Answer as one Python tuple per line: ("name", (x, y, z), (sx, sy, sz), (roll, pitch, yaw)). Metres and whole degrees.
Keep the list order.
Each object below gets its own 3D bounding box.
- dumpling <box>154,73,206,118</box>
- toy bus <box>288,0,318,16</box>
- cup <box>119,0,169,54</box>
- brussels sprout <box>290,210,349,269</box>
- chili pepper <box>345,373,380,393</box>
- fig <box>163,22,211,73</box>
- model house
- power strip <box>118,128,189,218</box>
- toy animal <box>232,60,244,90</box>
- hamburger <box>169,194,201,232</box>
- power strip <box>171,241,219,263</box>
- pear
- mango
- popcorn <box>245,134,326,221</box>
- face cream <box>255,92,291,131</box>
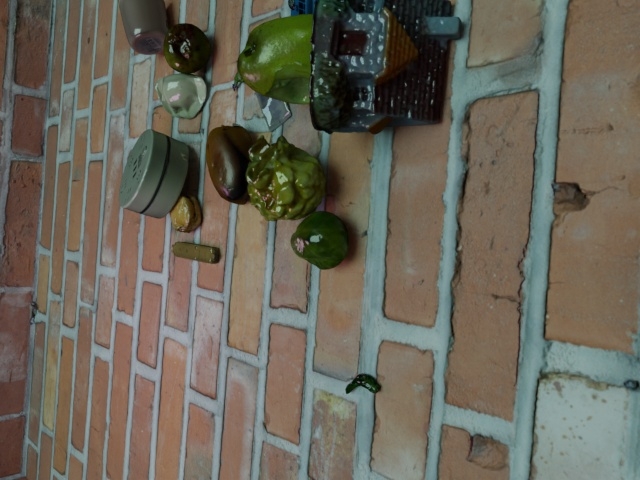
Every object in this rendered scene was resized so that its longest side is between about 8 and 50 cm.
("dumpling", (-0.549, -0.577, 2.126), (0.252, 0.131, 0.179), (1, 109, 23))
("toy bus", (-0.034, -0.674, 1.590), (0.106, 0.090, 0.185), (41, 145, 36))
("cup", (-0.754, -0.913, 2.298), (0.253, 0.191, 0.200), (134, 124, -68))
("brussels sprout", (0.002, -0.004, 1.537), (0.180, 0.144, 0.161), (4, 126, 32))
("chili pepper", (0.113, 0.398, 1.477), (0.118, 0.035, 0.055), (-14, 61, 39))
("fig", (-0.518, -0.747, 2.055), (0.181, 0.181, 0.191), (-54, 26, 27))
("model house", (0.172, -0.439, 1.335), (0.339, 0.297, 0.360), (6, 91, 13))
("power strip", (-0.679, -0.257, 2.130), (0.357, 0.161, 0.357), (-28, 53, 45))
("toy animal", (-0.257, -0.614, 1.879), (0.217, 0.041, 0.075), (-24, 90, 39))
("hamburger", (-0.535, -0.104, 2.096), (0.138, 0.083, 0.147), (-30, 69, 35))
("power strip", (-0.490, 0.045, 2.073), (0.305, 0.044, 0.064), (7, 93, 42))
("pear", (-0.104, -0.503, 1.524), (0.292, 0.292, 0.159), (-21, 67, 41))
("mango", (-0.306, -0.269, 1.837), (0.201, 0.152, 0.287), (-23, 74, 32))
("popcorn", (-0.108, -0.181, 1.580), (0.270, 0.224, 0.258), (49, 160, 11))
("face cream", (-0.172, -0.491, 1.793), (0.114, 0.070, 0.224), (-29, 80, 40))
